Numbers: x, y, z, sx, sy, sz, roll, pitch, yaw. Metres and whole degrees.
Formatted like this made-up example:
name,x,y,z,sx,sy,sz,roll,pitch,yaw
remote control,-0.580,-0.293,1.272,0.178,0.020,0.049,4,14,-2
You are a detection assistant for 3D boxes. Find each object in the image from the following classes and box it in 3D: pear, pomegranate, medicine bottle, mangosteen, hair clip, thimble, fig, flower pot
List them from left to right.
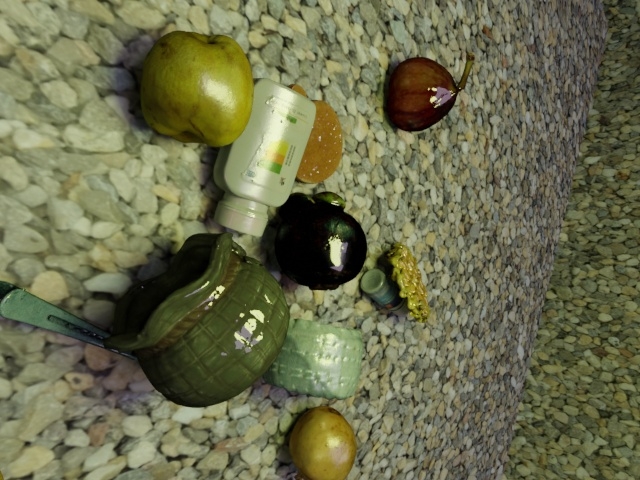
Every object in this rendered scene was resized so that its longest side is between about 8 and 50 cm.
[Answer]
name,x,y,z,sx,sy,sz,roll,pitch,yaw
hair clip,-0.406,0.141,0.761,0.275,0.083,0.048,45,59,-48
pear,-0.212,-0.263,0.800,0.200,0.199,0.200,-9,103,-45
flower pot,-0.207,0.132,0.814,0.213,0.301,0.302,51,60,-23
medicine bottle,-0.123,-0.163,0.934,0.161,0.111,0.297,18,95,-37
thimble,-0.008,0.275,1.089,0.250,0.204,0.172,21,74,-29
pomegranate,0.000,0.527,1.160,0.196,0.196,0.196,-9,103,-45
mangosteen,0.000,0.000,1.059,0.242,0.242,0.243,-9,103,-45
medicine bottle,0.201,0.160,1.379,0.203,0.083,0.084,40,68,-44
fig,0.313,-0.407,1.286,0.186,0.249,0.204,13,88,-57

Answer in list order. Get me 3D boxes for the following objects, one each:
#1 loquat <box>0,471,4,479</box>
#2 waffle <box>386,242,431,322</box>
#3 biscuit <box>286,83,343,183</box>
name,x,y,z,sx,sy,sz,roll,pitch,yaw
loquat,-0.523,0.356,0.603,0.172,0.149,0.205,-47,116,-25
waffle,0.265,0.119,1.379,0.280,0.060,0.262,43,29,-49
biscuit,-0.050,-0.250,1.077,0.288,0.044,0.202,23,84,-44
